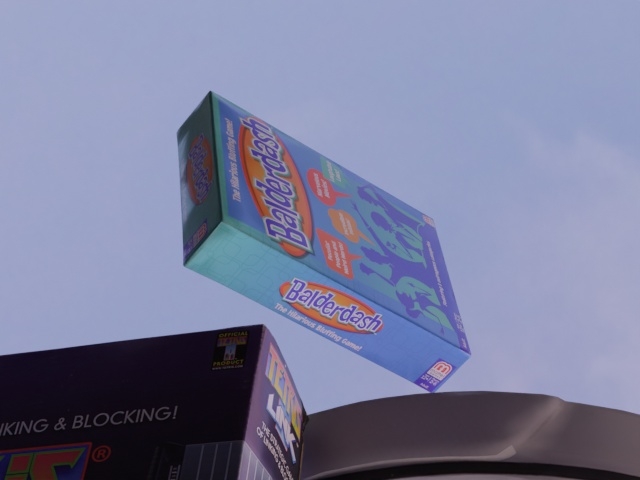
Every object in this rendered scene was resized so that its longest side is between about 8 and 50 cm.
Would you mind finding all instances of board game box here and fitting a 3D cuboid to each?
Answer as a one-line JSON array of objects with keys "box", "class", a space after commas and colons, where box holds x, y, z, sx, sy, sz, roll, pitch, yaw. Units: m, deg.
[{"box": [0.000, 0.000, 0.990, 0.047, 0.210, 0.160, -48, -151, 26], "class": "board game box"}, {"box": [-0.095, 0.097, 0.379, 0.170, 0.048, 0.141, -8, -135, 15], "class": "board game box"}]

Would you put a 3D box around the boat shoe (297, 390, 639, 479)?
[{"box": [0.110, 0.131, 0.416, 0.306, 0.113, 0.105, 14, -137, 0], "class": "boat shoe"}]
